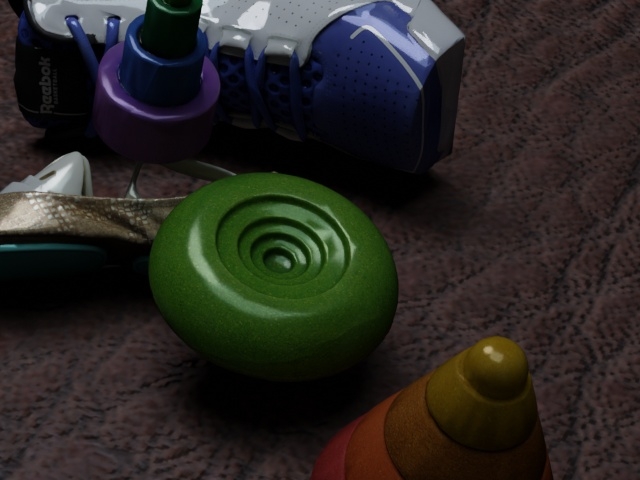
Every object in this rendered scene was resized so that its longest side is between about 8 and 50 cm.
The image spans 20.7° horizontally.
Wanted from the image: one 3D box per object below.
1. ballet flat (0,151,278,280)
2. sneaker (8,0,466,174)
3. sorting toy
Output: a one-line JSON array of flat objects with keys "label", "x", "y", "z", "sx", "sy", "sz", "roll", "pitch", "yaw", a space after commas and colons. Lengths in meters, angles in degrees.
[{"label": "ballet flat", "x": -0.110, "y": -0.013, "z": 0.938, "sx": 0.206, "sy": 0.073, "sz": 0.067, "roll": 2, "pitch": 75, "yaw": -18}, {"label": "sneaker", "x": -0.079, "y": -0.107, "z": 1.057, "sx": 0.315, "sy": 0.127, "sz": 0.182, "roll": 31, "pitch": 52, "yaw": 30}, {"label": "sorting toy", "x": 0.000, "y": 0.000, "z": 0.825, "sx": 0.127, "sy": 0.126, "sz": 0.365, "roll": -19, "pitch": 56, "yaw": -28}]
